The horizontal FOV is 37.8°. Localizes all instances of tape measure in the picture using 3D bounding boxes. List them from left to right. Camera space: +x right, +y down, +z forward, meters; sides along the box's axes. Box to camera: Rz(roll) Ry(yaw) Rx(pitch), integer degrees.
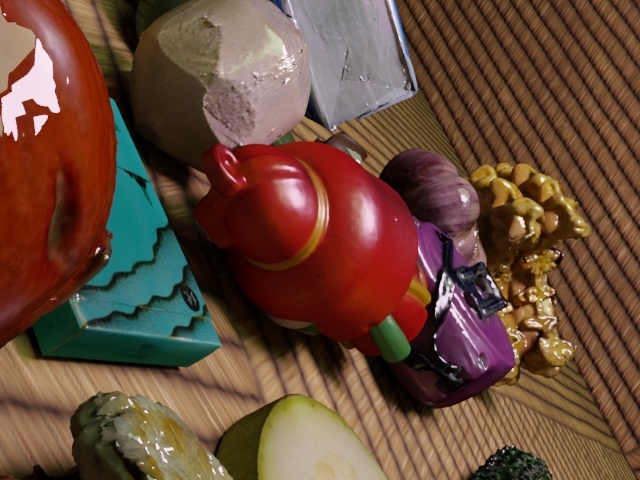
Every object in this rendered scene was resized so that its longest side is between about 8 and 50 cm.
[{"bbox_3d":[0.137,0.085,1.141,0.232,0.149,0.245,57,15,7],"label":"tape measure"}]

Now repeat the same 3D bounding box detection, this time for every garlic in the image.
[{"bbox_3d":[0.140,-0.016,1.349,0.245,0.160,0.245,167,-90,-78],"label":"garlic"}]

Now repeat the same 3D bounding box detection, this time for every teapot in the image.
[{"bbox_3d":[0.014,-0.114,1.306,0.068,0.076,0.121,47,46,-2],"label":"teapot"}]

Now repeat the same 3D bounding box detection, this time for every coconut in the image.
[{"bbox_3d":[-0.098,-0.144,0.863,0.161,0.162,0.161,38,-29,26],"label":"coconut"}]

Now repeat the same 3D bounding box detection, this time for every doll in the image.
[{"bbox_3d":[-0.001,0.001,0.869,0.363,0.160,0.183,34,29,-55],"label":"doll"}]

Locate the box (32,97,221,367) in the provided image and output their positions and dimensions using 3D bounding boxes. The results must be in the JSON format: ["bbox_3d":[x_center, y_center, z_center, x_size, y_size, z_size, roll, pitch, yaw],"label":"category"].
[{"bbox_3d":[-0.162,-0.023,0.642,0.226,0.042,0.161,63,18,19],"label":"box"}]

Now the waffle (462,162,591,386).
[{"bbox_3d":[0.290,0.048,1.433,0.261,0.151,0.324,-128,-141,-62],"label":"waffle"}]

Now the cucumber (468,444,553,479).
[{"bbox_3d":[0.206,0.292,1.058,0.096,0.096,0.359,60,15,9],"label":"cucumber"}]

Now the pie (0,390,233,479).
[{"bbox_3d":[-0.053,0.198,0.442,0.275,0.105,0.257,61,11,9],"label":"pie"}]

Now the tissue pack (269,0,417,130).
[{"bbox_3d":[-0.006,-0.271,1.195,0.263,0.146,0.198,39,-30,65],"label":"tissue pack"}]

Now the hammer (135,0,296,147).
[{"bbox_3d":[-0.081,-0.169,1.073,0.336,0.118,0.206,58,16,-24],"label":"hammer"}]

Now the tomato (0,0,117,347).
[{"bbox_3d":[-0.197,-0.070,0.393,0.309,0.170,0.309,53,16,-22],"label":"tomato"}]

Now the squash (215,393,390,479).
[{"bbox_3d":[0.013,0.237,0.680,0.252,0.048,0.252,52,18,-25],"label":"squash"}]
